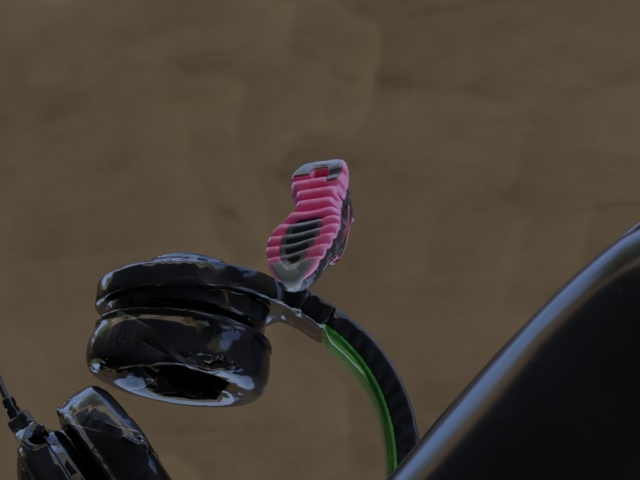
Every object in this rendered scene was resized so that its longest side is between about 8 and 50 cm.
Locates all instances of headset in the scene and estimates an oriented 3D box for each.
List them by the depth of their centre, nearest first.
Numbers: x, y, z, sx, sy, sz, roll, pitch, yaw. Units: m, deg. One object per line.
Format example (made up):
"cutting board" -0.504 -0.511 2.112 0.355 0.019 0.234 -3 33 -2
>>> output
"headset" -0.122 0.105 1.155 0.394 0.185 0.243 26 -108 8

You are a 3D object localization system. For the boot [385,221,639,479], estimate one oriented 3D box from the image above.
"boot" -0.050 0.148 0.537 0.146 0.445 0.367 45 -61 35

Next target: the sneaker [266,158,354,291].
"sneaker" 0.000 0.000 1.121 0.047 0.119 0.057 -4 -54 19
